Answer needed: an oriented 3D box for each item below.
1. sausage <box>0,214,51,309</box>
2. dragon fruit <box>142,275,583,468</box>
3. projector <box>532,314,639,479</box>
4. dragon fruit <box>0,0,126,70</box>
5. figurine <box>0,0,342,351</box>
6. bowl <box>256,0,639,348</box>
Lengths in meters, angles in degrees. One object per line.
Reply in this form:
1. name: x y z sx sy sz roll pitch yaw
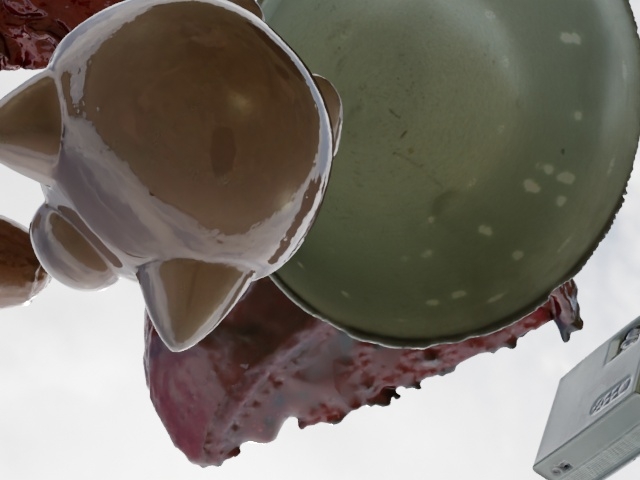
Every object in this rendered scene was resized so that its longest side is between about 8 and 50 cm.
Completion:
1. sausage: -0.423 -0.029 1.435 0.419 0.094 0.094 19 -146 -6
2. dragon fruit: 0.000 0.000 1.346 0.344 0.100 0.282 -24 -109 0
3. projector: 0.254 0.138 1.480 0.061 0.147 0.115 34 -135 -11
4. dragon fruit: -0.178 -0.127 1.095 0.131 0.097 0.063 -24 -93 -14
5. figurine: -0.057 -0.036 0.692 0.125 0.125 0.138 42 -126 1
6. bowl: 0.053 -0.094 1.196 0.313 0.146 0.313 -7 -74 -24
